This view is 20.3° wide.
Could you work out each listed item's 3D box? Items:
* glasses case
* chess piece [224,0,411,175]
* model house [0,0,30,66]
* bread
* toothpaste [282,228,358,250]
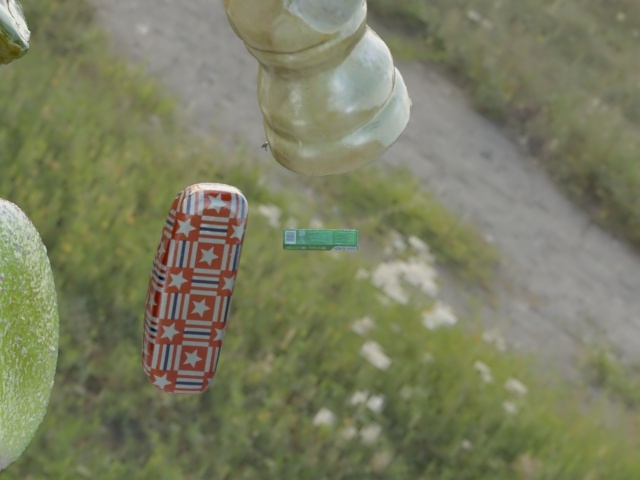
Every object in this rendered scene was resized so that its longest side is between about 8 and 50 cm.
[{"bbox_3d":[-0.115,0.041,1.569,0.073,0.194,0.049,6,19,-22],"label":"glasses case"},{"bbox_3d":[-0.021,-0.202,1.373,0.137,0.137,0.301,-118,-173,-52],"label":"chess piece"},{"bbox_3d":[-0.424,-0.231,1.665,0.268,0.239,0.173,63,12,27],"label":"model house"},{"bbox_3d":[-0.263,0.077,1.453,0.033,0.228,0.228,1,14,18],"label":"bread"},{"bbox_3d":[0.000,0.000,1.991,0.083,0.017,0.020,1,67,1],"label":"toothpaste"}]
